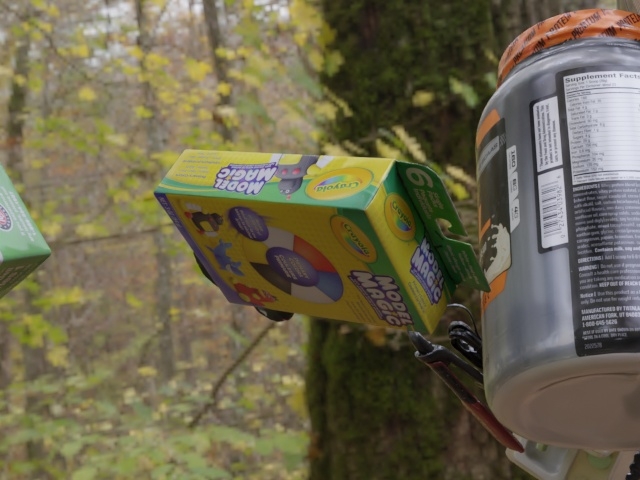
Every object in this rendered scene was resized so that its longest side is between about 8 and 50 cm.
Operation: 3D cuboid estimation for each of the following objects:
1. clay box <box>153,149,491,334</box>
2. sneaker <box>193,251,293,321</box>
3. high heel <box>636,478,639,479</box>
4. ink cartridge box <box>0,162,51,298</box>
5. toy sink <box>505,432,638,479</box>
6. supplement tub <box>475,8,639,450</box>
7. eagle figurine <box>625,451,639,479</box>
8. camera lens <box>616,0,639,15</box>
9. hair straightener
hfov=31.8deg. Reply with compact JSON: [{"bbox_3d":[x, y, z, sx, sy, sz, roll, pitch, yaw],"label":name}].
[{"bbox_3d":[0.000,0.000,0.797,0.222,0.127,0.053,6,51,38],"label":"clay box"},{"bbox_3d":[-0.097,0.040,1.577,0.072,0.178,0.077,-54,-6,38],"label":"sneaker"},{"bbox_3d":[0.305,0.180,0.733,0.082,0.117,0.244,-21,-15,-38],"label":"high heel"},{"bbox_3d":[-0.380,-0.029,0.882,0.117,0.201,0.278,-36,-10,24],"label":"ink cartridge box"},{"bbox_3d":[0.365,0.278,1.580,0.153,0.131,0.234,31,26,31],"label":"toy sink"},{"bbox_3d":[0.219,-0.012,0.873,0.194,0.315,0.193,3,-31,2],"label":"supplement tub"},{"bbox_3d":[0.502,0.387,1.446,0.225,0.298,0.226,-5,-24,-1],"label":"eagle figurine"},{"bbox_3d":[0.387,-0.254,0.990,0.220,0.219,0.274,-8,-13,2],"label":"camera lens"},{"bbox_3d":[0.173,0.138,1.245,0.089,0.230,0.047,-51,23,-12],"label":"hair straightener"}]
